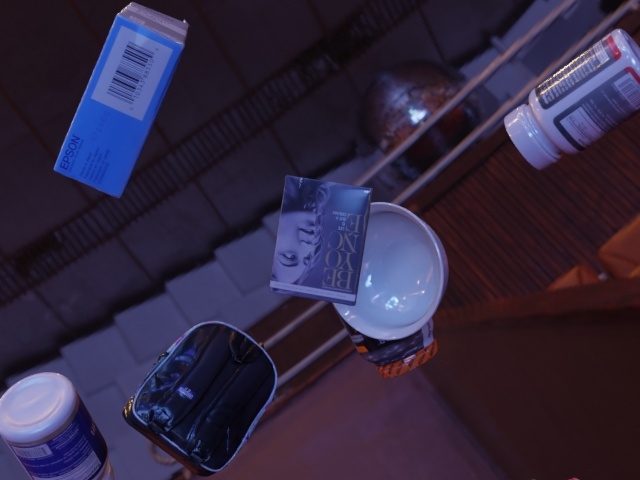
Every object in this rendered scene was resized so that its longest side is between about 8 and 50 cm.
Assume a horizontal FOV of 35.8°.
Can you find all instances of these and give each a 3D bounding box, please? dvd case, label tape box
[{"bbox_3d":[0.000,0.000,1.834,0.018,0.165,0.221,-13,-68,-78],"label":"dvd case"},{"bbox_3d":[-0.303,-0.238,1.566,0.115,0.347,0.249,22,-76,-14],"label":"label tape box"}]

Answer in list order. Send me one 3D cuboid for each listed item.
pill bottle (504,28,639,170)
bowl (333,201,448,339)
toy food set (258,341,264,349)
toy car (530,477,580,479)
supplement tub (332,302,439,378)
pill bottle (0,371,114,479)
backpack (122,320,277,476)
[{"bbox_3d":[0.517,-0.272,1.960,0.283,0.161,0.161,-36,-25,26],"label":"pill bottle"},{"bbox_3d":[0.165,0.063,2.159,0.134,0.298,0.298,-5,-43,-55],"label":"bowl"},{"bbox_3d":[-0.183,0.317,2.389,0.128,0.071,0.218,-21,-25,-10],"label":"toy food set"},{"bbox_3d":[0.433,0.488,1.808,0.053,0.225,0.239,-35,-62,-24],"label":"toy car"},{"bbox_3d":[0.143,0.153,2.429,0.207,0.338,0.207,-29,4,2],"label":"supplement tub"},{"bbox_3d":[-0.489,0.384,1.856,0.153,0.153,0.264,-30,-47,-16],"label":"pill bottle"},{"bbox_3d":[-0.212,0.284,1.831,0.253,0.225,0.191,-55,5,-21],"label":"backpack"}]
